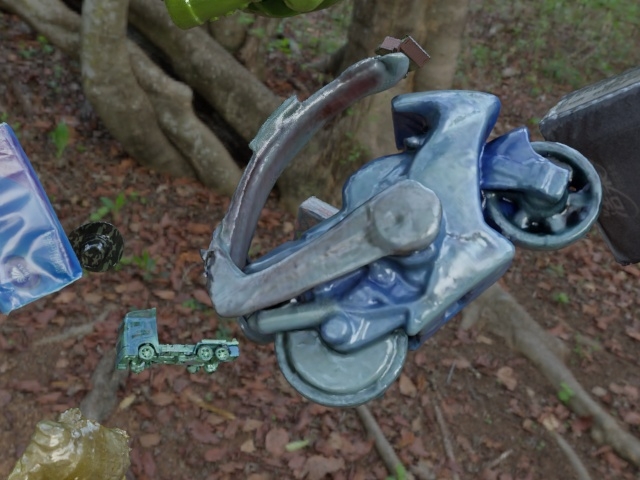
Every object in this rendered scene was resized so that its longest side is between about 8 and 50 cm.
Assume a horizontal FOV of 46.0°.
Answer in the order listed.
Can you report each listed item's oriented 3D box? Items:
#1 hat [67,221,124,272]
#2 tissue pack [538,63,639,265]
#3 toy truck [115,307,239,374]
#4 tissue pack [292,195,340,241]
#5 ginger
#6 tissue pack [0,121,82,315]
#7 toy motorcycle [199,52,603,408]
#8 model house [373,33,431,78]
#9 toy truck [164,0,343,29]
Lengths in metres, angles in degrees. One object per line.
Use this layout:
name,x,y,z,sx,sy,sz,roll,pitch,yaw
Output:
hat,-0.435,0.019,1.446,0.121,0.121,0.050,6,33,-12
tissue pack,0.553,-0.134,1.080,0.124,0.288,0.394,-40,13,-35
toy truck,-0.205,0.145,1.084,0.175,0.067,0.081,5,61,-27
tissue pack,0.000,0.000,0.847,0.063,0.083,0.035,28,41,20
ginger,-0.348,0.328,1.085,0.102,0.157,0.216,4,-22,31
tissue pack,-0.505,-0.030,1.195,0.146,0.263,0.198,-29,11,-23
toy motorcycle,0.052,-0.027,0.625,0.319,0.241,0.182,-37,7,-6
model house,0.149,-0.339,1.355,0.083,0.058,0.057,41,63,-23
toy truck,-0.043,-0.291,0.765,0.187,0.148,0.210,-1,39,25
